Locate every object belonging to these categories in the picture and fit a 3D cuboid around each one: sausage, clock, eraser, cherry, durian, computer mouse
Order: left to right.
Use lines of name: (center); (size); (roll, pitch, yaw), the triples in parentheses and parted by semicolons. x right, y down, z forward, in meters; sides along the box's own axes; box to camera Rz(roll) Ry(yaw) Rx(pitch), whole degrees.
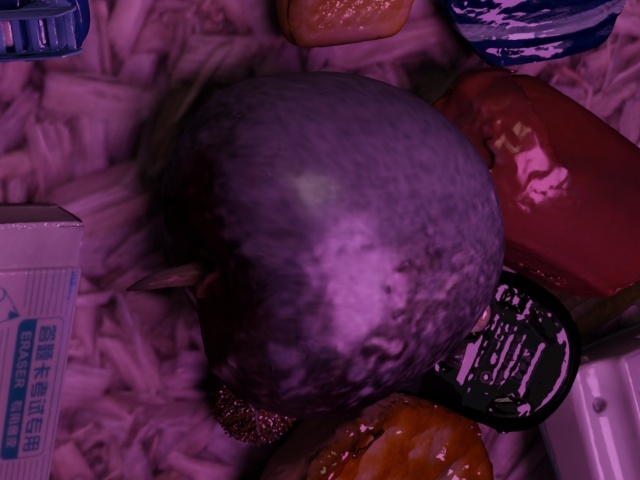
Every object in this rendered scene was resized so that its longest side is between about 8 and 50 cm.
eraser: (-0.234, 0.087, 1.302); (0.095, 0.052, 0.225); (-2, 110, -38)
durian: (-0.045, 0.125, 1.458); (0.091, 0.080, 0.080); (-6, 114, -16)
cherry: (0.000, 0.000, 1.339); (0.296, 0.218, 0.255); (-17, 86, -30)
computer mouse: (0.100, 0.071, 1.510); (0.233, 0.096, 0.137); (28, 97, -7)
sausage: (0.189, -0.047, 1.532); (0.279, 0.152, 0.152); (30, 89, -44)
clock: (0.344, 0.190, 1.734); (0.262, 0.116, 0.231); (-17, 90, -33)

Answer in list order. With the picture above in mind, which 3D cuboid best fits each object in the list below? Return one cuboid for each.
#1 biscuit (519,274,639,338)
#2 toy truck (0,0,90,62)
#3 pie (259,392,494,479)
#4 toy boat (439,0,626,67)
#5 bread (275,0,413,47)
biscuit: (0.230, 0.057, 1.689); (0.322, 0.038, 0.099); (-29, 128, -28)
toy truck: (-0.222, -0.144, 1.209); (0.136, 0.074, 0.063); (-4, 116, 6)
pie: (0.035, 0.262, 1.585); (0.315, 0.092, 0.315); (-23, 125, -36)
toy boat: (0.176, -0.296, 1.490); (0.220, 0.067, 0.291); (-16, 106, -31)
bread: (0.015, -0.191, 1.385); (0.115, 0.056, 0.082); (-14, 129, -25)
